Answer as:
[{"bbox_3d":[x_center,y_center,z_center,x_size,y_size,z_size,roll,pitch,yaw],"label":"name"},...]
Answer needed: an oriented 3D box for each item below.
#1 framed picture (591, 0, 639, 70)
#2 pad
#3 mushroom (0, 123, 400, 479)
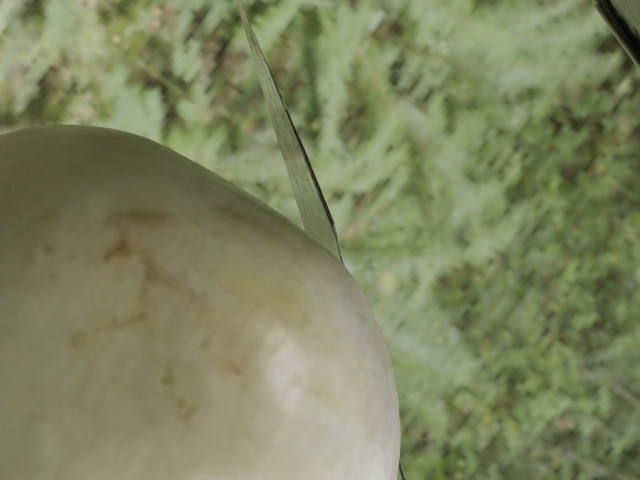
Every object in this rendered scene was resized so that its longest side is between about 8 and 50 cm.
[{"bbox_3d":[0.291,-0.273,1.774,0.028,0.326,0.446,-29,140,2],"label":"framed picture"},{"bbox_3d":[0.000,0.000,1.301,0.007,0.247,0.367,-20,146,-2],"label":"pad"},{"bbox_3d":[-0.089,0.064,0.646,0.206,0.206,0.209,-40,-164,-36],"label":"mushroom"}]
